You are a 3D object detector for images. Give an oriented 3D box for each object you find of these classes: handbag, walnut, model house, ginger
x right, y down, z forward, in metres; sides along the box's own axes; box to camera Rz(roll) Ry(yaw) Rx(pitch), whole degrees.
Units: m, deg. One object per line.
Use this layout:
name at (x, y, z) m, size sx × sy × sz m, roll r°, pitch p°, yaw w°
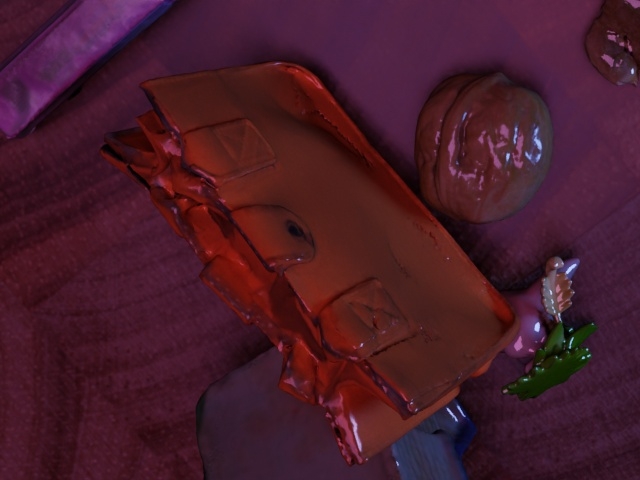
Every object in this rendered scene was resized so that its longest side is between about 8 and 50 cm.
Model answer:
handbag at (0.000, 0.000, 1.287) m, size 0.410 × 0.303 × 0.116 m, roll 50°, pitch 120°, yaw 11°
walnut at (0.175, -0.099, 1.365) m, size 0.166 × 0.149 × 0.167 m, roll 0°, pitch 90°, yaw 39°
model house at (0.055, 0.280, 1.393) m, size 0.245 × 0.312 × 0.280 m, roll -35°, pitch 141°, yaw 20°
ginger at (0.376, -0.217, 1.345) m, size 0.214 × 0.059 × 0.133 m, roll 17°, pitch 110°, yaw 5°

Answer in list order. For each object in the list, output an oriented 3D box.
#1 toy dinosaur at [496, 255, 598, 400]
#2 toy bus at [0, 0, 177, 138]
toy dinosaur at (0.216, 0.083, 1.430) m, size 0.194 × 0.152 × 0.177 m, roll -36°, pitch 68°, yaw 21°
toy bus at (-0.273, -0.223, 1.413) m, size 0.274 × 0.112 × 0.090 m, roll -39°, pitch 103°, yaw 15°
